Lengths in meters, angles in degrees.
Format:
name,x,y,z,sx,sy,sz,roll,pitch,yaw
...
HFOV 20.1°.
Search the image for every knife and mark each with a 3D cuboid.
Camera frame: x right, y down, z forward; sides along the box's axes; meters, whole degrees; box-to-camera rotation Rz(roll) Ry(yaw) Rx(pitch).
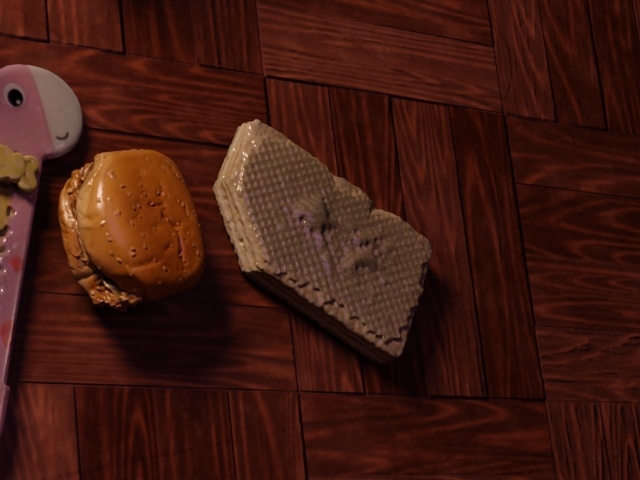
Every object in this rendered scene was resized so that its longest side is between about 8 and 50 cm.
name,x,y,z,sx,sy,sz,roll,pitch,yaw
knife,-0.288,0.014,1.601,0.132,0.038,0.399,21,62,-29

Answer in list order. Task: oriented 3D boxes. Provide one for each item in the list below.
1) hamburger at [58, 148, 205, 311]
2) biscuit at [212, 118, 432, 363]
name,x,y,z,sx,sy,sz,roll,pitch,yaw
hamburger,-0.174,-0.010,1.662,0.138,0.083,0.147,-11,82,-47
biscuit,0.000,0.000,1.818,0.252,0.052,0.150,36,56,-22
